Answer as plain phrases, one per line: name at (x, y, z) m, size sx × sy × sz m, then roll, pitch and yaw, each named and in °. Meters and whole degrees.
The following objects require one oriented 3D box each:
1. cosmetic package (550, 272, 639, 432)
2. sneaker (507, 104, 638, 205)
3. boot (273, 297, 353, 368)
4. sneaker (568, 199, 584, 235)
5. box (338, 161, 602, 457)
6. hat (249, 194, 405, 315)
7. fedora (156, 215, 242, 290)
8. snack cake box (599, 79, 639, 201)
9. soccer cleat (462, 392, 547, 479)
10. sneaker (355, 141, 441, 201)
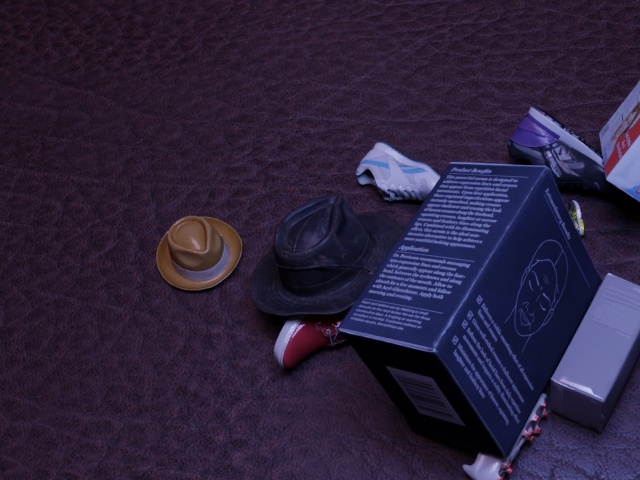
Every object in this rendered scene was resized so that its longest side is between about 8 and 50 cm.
cosmetic package at (0.486, 0.193, 1.714) m, size 0.107 × 0.127 × 0.238 m, roll 25°, pitch 61°, yaw 28°
sneaker at (0.502, -0.139, 1.997) m, size 0.283 × 0.107 × 0.124 m, roll 42°, pitch 107°, yaw 21°
boot at (0.045, 0.173, 1.861) m, size 0.176 × 0.088 × 0.244 m, roll 32°, pitch 63°, yaw 29°
sneaker at (0.491, -0.044, 1.950) m, size 0.035 × 0.031 × 0.083 m, roll -10°, pitch 52°, yaw 6°
box at (0.265, 0.106, 1.692) m, size 0.212 × 0.294 × 0.395 m, roll 8°, pitch 52°, yaw 45°
hat at (0.000, 0.000, 1.904) m, size 0.331 × 0.134 × 0.331 m, roll -15°, pitch 30°, yaw 9°
fedora at (-0.257, 0.010, 2.057) m, size 0.194 × 0.079 × 0.194 m, roll -6°, pitch 53°, yaw 8°
snack cake box at (0.610, -0.197, 1.883) m, size 0.089 × 0.152 × 0.264 m, roll 32°, pitch 28°, yaw -3°
soccer cleat at (0.315, 0.328, 1.691) m, size 0.076 × 0.068 × 0.196 m, roll 26°, pitch 66°, yaw 32°
sneaker at (0.173, -0.116, 2.055) m, size 0.228 × 0.087 × 0.092 m, roll 30°, pitch 72°, yaw 38°
